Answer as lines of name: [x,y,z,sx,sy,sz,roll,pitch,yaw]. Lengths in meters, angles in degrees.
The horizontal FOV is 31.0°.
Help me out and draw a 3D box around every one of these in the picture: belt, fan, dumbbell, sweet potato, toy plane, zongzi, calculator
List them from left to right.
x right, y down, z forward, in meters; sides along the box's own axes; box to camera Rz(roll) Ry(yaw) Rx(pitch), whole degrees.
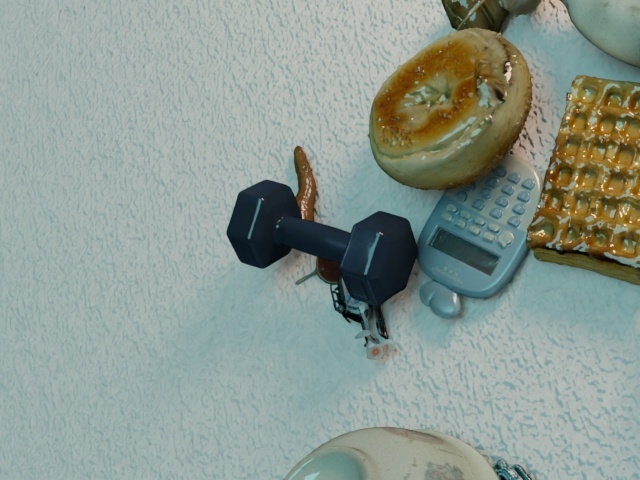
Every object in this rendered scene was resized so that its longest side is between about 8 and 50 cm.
sweet potato: [-0.034,-0.086,2.145,0.050,0.050,0.214,-10,65,27]
dumbbell: [0.000,0.000,1.983,0.325,0.160,0.144,16,116,31]
fan: [0.009,0.049,2.096,0.133,0.005,0.085,-28,63,19]
toy plane: [0.070,0.121,2.010,0.078,0.053,0.197,-23,59,12]
calculator: [0.264,-0.009,1.945,0.188,0.042,0.302,29,89,33]
zongzi: [0.328,-0.401,2.042,0.189,0.081,0.178,-27,87,2]
belt: [0.316,0.420,1.761,0.100,0.065,0.179,-41,56,2]

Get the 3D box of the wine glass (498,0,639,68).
wine glass: [0.468,-0.397,1.874,0.357,0.190,0.190,27,88,37]

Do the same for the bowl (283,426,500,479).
bowl: [0.051,0.434,1.744,0.435,0.196,0.434,-25,40,23]

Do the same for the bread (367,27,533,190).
bread: [0.227,-0.211,1.949,0.306,0.159,0.305,-26,43,28]

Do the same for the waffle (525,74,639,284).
waffle: [0.464,-0.099,1.831,0.213,0.091,0.308,14,80,33]
